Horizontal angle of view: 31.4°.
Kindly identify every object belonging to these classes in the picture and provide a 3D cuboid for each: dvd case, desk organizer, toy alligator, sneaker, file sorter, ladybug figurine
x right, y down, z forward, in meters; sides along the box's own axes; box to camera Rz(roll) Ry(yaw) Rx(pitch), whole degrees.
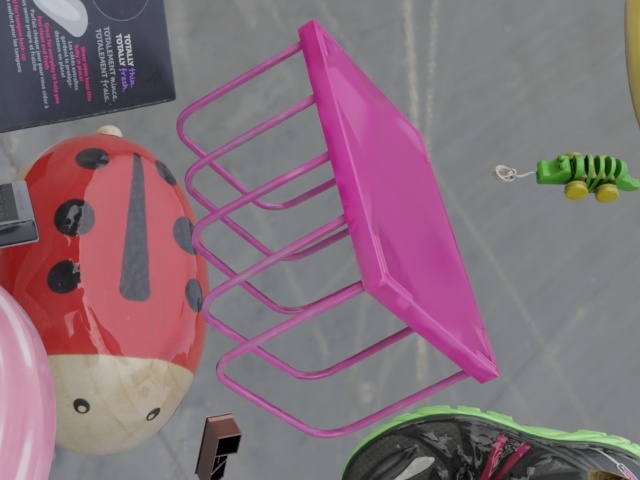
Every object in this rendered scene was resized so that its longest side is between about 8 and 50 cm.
[{"bbox_3d":[-0.424,-0.013,1.204,0.239,0.179,0.029,-12,109,-14],"label":"dvd case"},{"bbox_3d":[-0.166,0.347,1.855,0.047,0.050,0.130,-5,127,-27],"label":"desk organizer"},{"bbox_3d":[0.310,-0.087,1.405,0.051,0.190,0.056,106,-13,-55],"label":"toy alligator"},{"bbox_3d":[0.257,0.368,1.655,0.202,0.483,0.185,-65,151,-56],"label":"sneaker"},{"bbox_3d":[0.000,0.000,1.012,0.202,0.182,0.290,40,29,-47],"label":"file sorter"},{"bbox_3d":[-0.272,0.045,1.474,0.305,0.162,0.449,7,66,-32],"label":"ladybug figurine"}]

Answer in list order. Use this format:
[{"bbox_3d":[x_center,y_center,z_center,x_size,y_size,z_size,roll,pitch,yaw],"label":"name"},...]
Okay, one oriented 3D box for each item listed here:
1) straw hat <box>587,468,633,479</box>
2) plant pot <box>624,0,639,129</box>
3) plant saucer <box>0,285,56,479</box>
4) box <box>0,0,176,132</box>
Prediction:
[{"bbox_3d":[0.290,0.202,0.904,0.061,0.144,0.144,-51,128,-16],"label":"straw hat"},{"bbox_3d":[0.300,-0.119,0.592,0.254,0.239,0.254,-8,99,-54],"label":"plant pot"},{"bbox_3d":[-0.348,0.141,0.776,0.084,0.332,0.332,63,32,-58],"label":"plant saucer"},{"bbox_3d":[-0.291,-0.190,1.056,0.270,0.143,0.165,-16,108,-38],"label":"box"}]
